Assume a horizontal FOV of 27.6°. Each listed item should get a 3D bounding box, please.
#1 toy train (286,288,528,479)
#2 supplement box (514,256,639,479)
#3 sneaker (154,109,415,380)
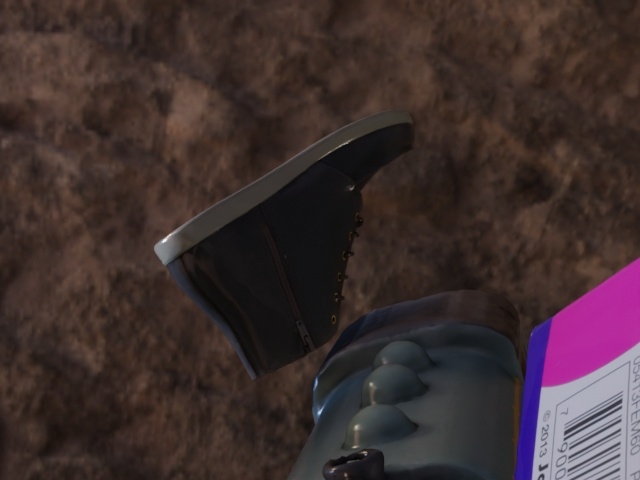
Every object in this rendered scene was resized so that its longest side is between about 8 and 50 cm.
[{"bbox_3d":[0.050,0.139,0.541,0.142,0.190,0.334,-15,-173,13],"label":"toy train"},{"bbox_3d":[0.149,0.038,0.280,0.114,0.220,0.111,26,-129,-16],"label":"supplement box"},{"bbox_3d":[0.000,0.000,0.899,0.222,0.083,0.118,-34,-87,-30],"label":"sneaker"}]
